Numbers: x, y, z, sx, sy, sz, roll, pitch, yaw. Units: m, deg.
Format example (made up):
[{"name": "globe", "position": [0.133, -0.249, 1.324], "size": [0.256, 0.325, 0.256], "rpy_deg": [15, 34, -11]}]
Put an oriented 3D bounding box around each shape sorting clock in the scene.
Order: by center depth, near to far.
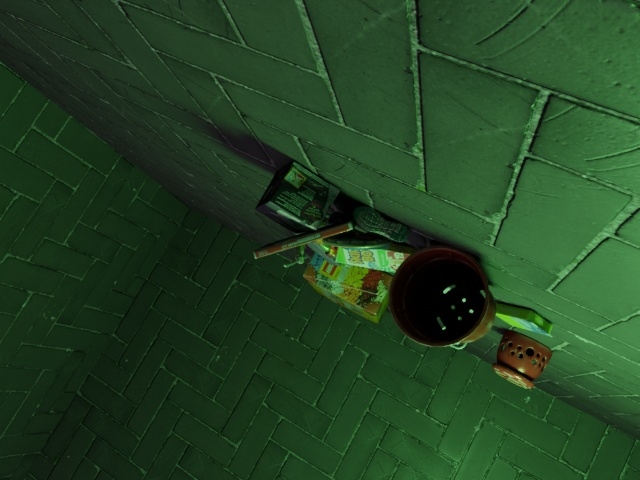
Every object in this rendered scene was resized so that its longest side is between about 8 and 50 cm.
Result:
[{"name": "shape sorting clock", "position": [0.108, -0.005, 1.544], "size": [0.207, 0.040, 0.206], "rpy_deg": [3, -171, 0]}]

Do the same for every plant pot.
[{"name": "plant pot", "position": [0.369, 0.178, 1.503], "size": [0.273, 0.272, 0.265], "rpy_deg": [24, 177, 33]}, {"name": "plant pot", "position": [0.778, 0.467, 2.068], "size": [0.191, 0.174, 0.191], "rpy_deg": [31, 172, 5]}]

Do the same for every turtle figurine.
[{"name": "turtle figurine", "position": [0.006, 0.026, 1.866], "size": [0.267, 0.197, 0.274], "rpy_deg": [23, -168, -23]}]

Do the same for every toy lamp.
[{"name": "toy lamp", "position": [0.139, -0.007, 1.715], "size": [0.275, 0.080, 0.080], "rpy_deg": [32, 171, -30]}]

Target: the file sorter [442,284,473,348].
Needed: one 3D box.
[{"name": "file sorter", "position": [0.450, 0.265, 1.951], "size": [0.193, 0.173, 0.278], "rpy_deg": [22, 168, 37]}]

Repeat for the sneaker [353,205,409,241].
[{"name": "sneaker", "position": [0.167, -0.040, 1.492], "size": [0.167, 0.064, 0.076], "rpy_deg": [30, 176, 7]}]

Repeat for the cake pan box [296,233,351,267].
[{"name": "cake pan box", "position": [0.000, 0.000, 2.103], "size": [0.267, 0.070, 0.246], "rpy_deg": [40, 168, -11]}]

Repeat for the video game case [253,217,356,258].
[{"name": "video game case", "position": [-0.038, -0.010, 1.542], "size": [0.204, 0.286, 0.025], "rpy_deg": [-42, -65, -81]}]

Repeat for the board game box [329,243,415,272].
[{"name": "board game box", "position": [0.160, 0.045, 1.687], "size": [0.260, 0.039, 0.124], "rpy_deg": [12, 146, 3]}]

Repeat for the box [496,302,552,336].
[{"name": "box", "position": [0.640, 0.248, 1.670], "size": [0.109, 0.042, 0.178], "rpy_deg": [32, 171, -21]}]

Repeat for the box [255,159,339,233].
[{"name": "box", "position": [-0.074, -0.116, 1.547], "size": [0.163, 0.142, 0.247], "rpy_deg": [32, 171, -13]}]

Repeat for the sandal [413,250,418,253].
[{"name": "sandal", "position": [0.323, 0.123, 1.700], "size": [0.086, 0.120, 0.302], "rpy_deg": [-3, 147, 25]}]

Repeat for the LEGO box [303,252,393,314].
[{"name": "LEGO box", "position": [0.153, 0.219, 2.558], "size": [0.373, 0.193, 0.500], "rpy_deg": [27, 171, 12]}]
